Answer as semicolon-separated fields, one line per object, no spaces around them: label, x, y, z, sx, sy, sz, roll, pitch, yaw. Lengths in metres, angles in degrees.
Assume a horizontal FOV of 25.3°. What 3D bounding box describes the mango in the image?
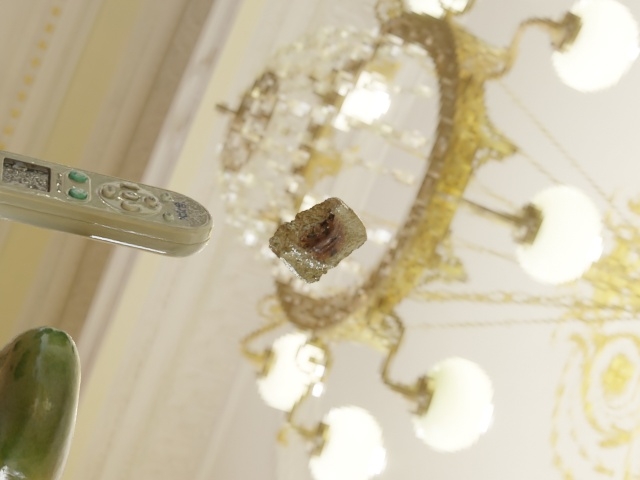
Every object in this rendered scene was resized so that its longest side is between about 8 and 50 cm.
mango;-0.246;0.149;1.184;0.130;0.092;0.194;-103;-148;-51

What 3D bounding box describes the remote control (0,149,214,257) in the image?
remote control;-0.198;-0.029;1.197;0.078;0.221;0.042;-107;-147;-59

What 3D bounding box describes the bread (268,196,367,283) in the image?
bread;0.000;0.000;1.321;0.083;0.070;0.035;-37;-131;2
